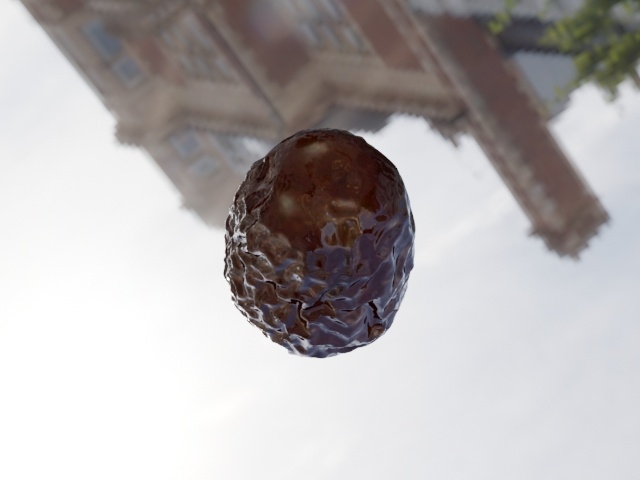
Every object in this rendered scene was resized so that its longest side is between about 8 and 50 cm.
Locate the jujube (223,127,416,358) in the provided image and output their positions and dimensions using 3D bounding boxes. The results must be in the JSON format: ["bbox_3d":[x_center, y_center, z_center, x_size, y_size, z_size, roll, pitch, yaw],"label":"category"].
[{"bbox_3d":[0.000,0.000,1.104,0.112,0.176,0.109,0,-118,-5],"label":"jujube"}]
